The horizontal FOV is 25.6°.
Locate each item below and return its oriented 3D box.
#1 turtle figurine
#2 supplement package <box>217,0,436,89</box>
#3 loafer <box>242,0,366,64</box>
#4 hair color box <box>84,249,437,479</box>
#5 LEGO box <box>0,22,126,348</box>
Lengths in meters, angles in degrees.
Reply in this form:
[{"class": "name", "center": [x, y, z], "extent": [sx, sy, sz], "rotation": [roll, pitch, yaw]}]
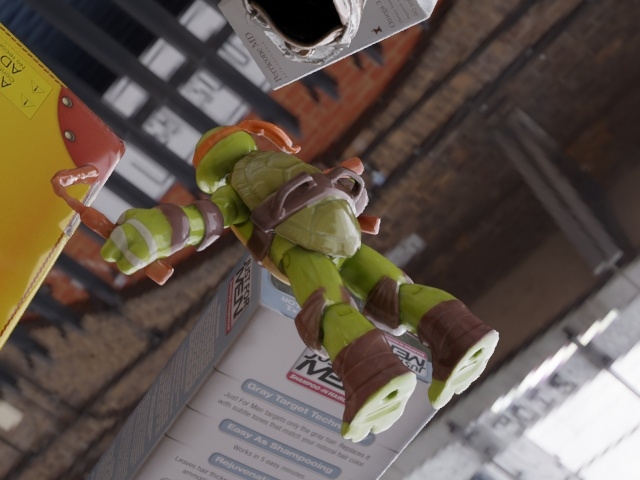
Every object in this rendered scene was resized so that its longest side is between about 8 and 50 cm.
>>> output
[{"class": "turtle figurine", "center": [0.000, 0.000, 0.786], "extent": [0.217, 0.269, 0.087], "rotation": [47, -63, 24]}, {"class": "supplement package", "center": [0.013, -0.239, 1.343], "extent": [0.179, 0.105, 0.105], "rotation": [-22, -155, 29]}, {"class": "loafer", "center": [-0.008, -0.082, 0.453], "extent": [0.125, 0.045, 0.039], "rotation": [94, 6, -72]}, {"class": "hair color box", "center": [-0.067, 0.188, 1.264], "extent": [0.374, 0.185, 0.113], "rotation": [-53, -160, 29]}, {"class": "LEGO box", "center": [-0.392, -0.074, 0.749], "extent": [0.193, 0.500, 0.372], "rotation": [-32, -158, 34]}]
